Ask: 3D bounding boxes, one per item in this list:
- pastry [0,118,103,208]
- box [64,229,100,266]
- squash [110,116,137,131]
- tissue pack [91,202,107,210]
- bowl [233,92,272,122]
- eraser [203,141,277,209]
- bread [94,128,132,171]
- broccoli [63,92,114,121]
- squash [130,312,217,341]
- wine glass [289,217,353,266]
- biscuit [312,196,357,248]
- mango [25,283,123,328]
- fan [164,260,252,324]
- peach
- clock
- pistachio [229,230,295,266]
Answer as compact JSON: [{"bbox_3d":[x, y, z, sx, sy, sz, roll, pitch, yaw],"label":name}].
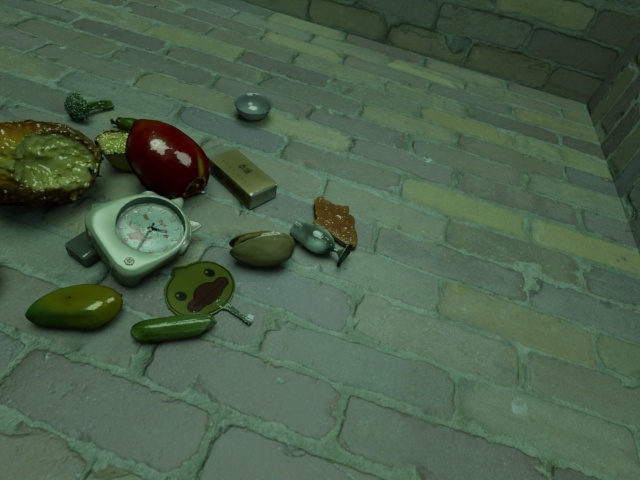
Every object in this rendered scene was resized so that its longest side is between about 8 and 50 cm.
[{"bbox_3d":[-0.966,-0.249,1.334,0.337,0.292,0.405,5,17,26],"label":"pastry"},{"bbox_3d":[-0.715,-0.018,1.348,0.103,0.055,0.244,32,49,14],"label":"box"},{"bbox_3d":[-0.760,-0.467,1.719,0.331,0.087,0.087,24,48,10],"label":"squash"},{"bbox_3d":[-0.761,-0.110,1.440,0.108,0.023,0.056,-5,50,-18],"label":"tissue pack"},{"bbox_3d":[-0.329,-0.635,1.963,0.189,0.086,0.189,6,50,-7],"label":"bowl"},{"bbox_3d":[-0.337,-0.275,1.647,0.343,0.078,0.144,41,52,23],"label":"eraser"},{"bbox_3d":[-0.739,-0.351,1.587,0.260,0.134,0.129,-10,64,-27],"label":"bread"},{"bbox_3d":[-1.014,-0.594,1.769,0.122,0.118,0.204,15,30,29],"label":"broccoli"},{"bbox_3d":[-0.423,0.252,1.166,0.238,0.069,0.069,-6,51,-15],"label":"squash"},{"bbox_3d":[0.000,0.000,1.463,0.222,0.103,0.103,31,50,13],"label":"wine glass"},{"bbox_3d":[0.061,-0.071,1.581,0.183,0.043,0.280,-23,62,-25],"label":"biscuit"},{"bbox_3d":[-0.697,0.185,1.150,0.237,0.091,0.137,7,42,-7],"label":"mango"},{"bbox_3d":[-0.354,0.177,1.287,0.335,0.011,0.229,31,49,17],"label":"fan"},{"bbox_3d":[-0.564,-0.317,1.471,0.257,0.201,0.362,-38,97,-26],"label":"peach"},{"bbox_3d":[-0.562,-0.025,1.318,0.324,0.108,0.265,-30,77,-37],"label":"clock"},{"bbox_3d":[-0.200,0.024,1.374,0.226,0.136,0.136,-2,49,-6],"label":"pistachio"}]
